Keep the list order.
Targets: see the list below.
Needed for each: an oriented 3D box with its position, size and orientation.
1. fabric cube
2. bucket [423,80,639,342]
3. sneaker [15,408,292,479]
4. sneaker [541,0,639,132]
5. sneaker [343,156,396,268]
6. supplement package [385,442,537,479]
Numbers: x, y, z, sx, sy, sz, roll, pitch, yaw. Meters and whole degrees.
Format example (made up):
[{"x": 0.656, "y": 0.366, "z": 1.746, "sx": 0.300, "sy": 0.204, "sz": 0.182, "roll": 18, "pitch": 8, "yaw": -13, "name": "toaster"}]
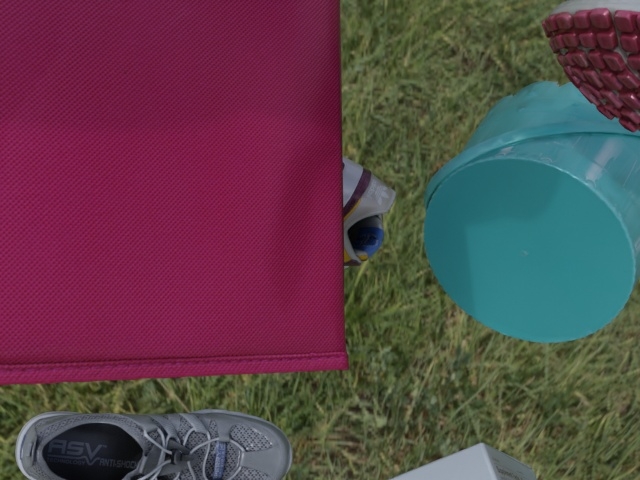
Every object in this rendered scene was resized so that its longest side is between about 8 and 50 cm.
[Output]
[{"x": -0.155, "y": -0.055, "z": 0.470, "sx": 0.254, "sy": 0.259, "sz": 0.258, "roll": 4, "pitch": 81, "yaw": -33, "name": "fabric cube"}, {"x": 0.262, "y": -0.030, "z": 0.998, "sx": 0.281, "sy": 0.281, "sz": 0.183, "roll": 27, "pitch": 41, "yaw": 16, "name": "bucket"}, {"x": -0.162, "y": 0.225, "z": 0.860, "sx": 0.281, "sy": 0.115, "sz": 0.105, "roll": 3, "pitch": 81, "yaw": -15, "name": "sneaker"}, {"x": 0.268, "y": -0.141, "z": 0.539, "sx": 0.121, "sy": 0.299, "sz": 0.112, "roll": 47, "pitch": 72, "yaw": -24, "name": "sneaker"}, {"x": 0.000, "y": 0.000, "z": 0.636, "sx": 0.083, "sy": 0.185, "sz": 0.070, "roll": 25, "pitch": 66, "yaw": 2, "name": "sneaker"}, {"x": 0.115, "y": 0.333, "z": 0.695, "sx": 0.199, "sy": 0.198, "sz": 0.263, "roll": -26, "pitch": 62, "yaw": 15, "name": "supplement package"}]
